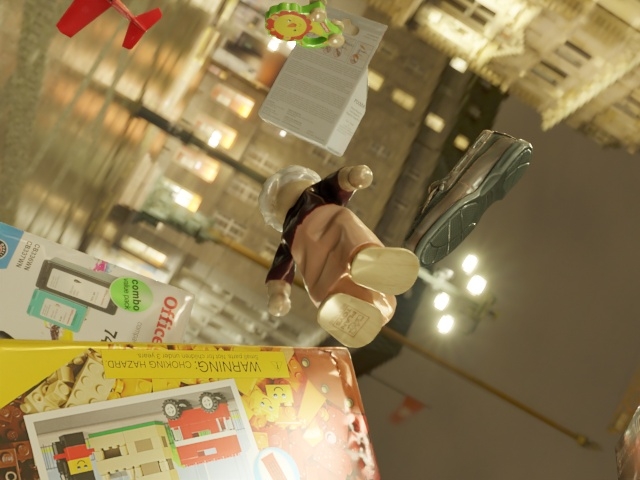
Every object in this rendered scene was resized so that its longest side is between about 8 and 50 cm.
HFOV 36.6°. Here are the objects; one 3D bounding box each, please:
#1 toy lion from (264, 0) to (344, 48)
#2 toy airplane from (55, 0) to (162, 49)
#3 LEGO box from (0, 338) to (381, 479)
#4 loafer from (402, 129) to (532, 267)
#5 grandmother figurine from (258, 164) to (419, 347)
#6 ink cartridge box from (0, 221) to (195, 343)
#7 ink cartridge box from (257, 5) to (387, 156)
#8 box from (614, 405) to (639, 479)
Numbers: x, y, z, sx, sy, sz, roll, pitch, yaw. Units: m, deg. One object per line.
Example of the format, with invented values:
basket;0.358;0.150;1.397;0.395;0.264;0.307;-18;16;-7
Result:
toy lion;-0.026;-0.302;1.361;0.096;0.100;0.034;-12;-118;22
toy airplane;-0.261;-0.299;1.229;0.028;0.151;0.151;44;-71;35
LEGO box;-0.183;0.270;0.644;0.193;0.500;0.372;-38;-122;42
loafer;0.198;-0.065;1.395;0.267;0.084;0.096;-41;149;-26
grandmother figurine;0.000;0.000;1.146;0.208;0.104;0.342;-48;-153;9
ink cartridge box;-0.313;0.141;1.100;0.198;0.270;0.197;-82;-162;-46
ink cartridge box;0.014;-0.287;1.715;0.189;0.066;0.232;30;-91;39
box;0.420;0.368;1.046;0.191;0.143;0.381;88;8;-55
